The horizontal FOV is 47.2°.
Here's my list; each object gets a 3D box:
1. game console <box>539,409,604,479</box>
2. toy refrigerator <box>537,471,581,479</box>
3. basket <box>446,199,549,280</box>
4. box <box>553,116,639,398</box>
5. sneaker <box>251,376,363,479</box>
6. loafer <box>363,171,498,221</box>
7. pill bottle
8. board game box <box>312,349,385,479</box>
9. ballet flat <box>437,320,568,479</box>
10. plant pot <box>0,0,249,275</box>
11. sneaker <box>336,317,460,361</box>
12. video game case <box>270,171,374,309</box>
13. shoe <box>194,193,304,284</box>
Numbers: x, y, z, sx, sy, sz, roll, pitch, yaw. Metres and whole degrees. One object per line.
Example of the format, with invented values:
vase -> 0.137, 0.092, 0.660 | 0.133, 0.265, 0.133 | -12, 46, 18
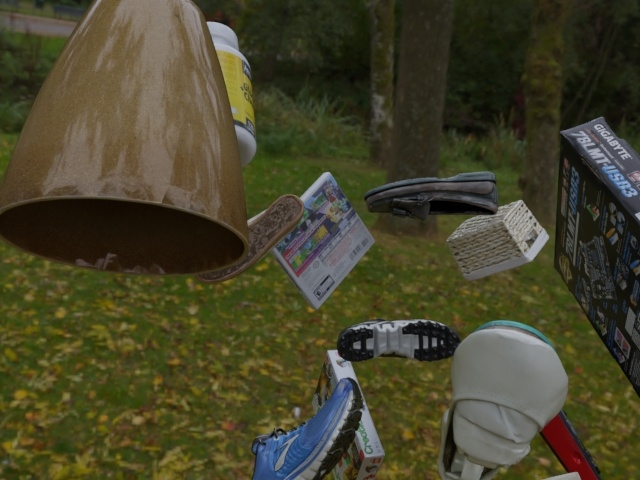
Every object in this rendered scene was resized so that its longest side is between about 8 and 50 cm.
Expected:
game console -> 0.446, 0.338, 1.371 | 0.342, 0.060, 0.386 | 54, 11, -4
toy refrigerator -> 0.369, 0.466, 1.094 | 0.094, 0.269, 0.102 | -17, 41, 11
basket -> 0.359, -0.001, 1.501 | 0.167, 0.103, 0.113 | -23, 13, 46
box -> 0.410, 0.038, 0.971 | 0.073, 0.295, 0.293 | -18, 47, -2
sneaker -> -0.048, 0.379, 1.336 | 0.147, 0.330, 0.130 | 36, -7, 22
loafer -> 0.222, -0.077, 1.448 | 0.268, 0.084, 0.096 | -8, -15, -1
pill bottle -> -0.137, -0.184, 0.933 | 0.103, 0.103, 0.184 | 4, 61, -20
board game box -> 0.056, 0.426, 1.672 | 0.053, 0.193, 0.305 | 0, 37, -18
ballet flat -> 0.210, 0.233, 0.909 | 0.139, 0.139, 0.400 | 12, -28, 9
plant pot -> -0.182, -0.115, 0.735 | 0.237, 0.254, 0.237 | 2, -19, 1
sneaker -> 0.139, 0.179, 1.358 | 0.234, 0.078, 0.106 | -1, 5, -8
video game case -> 0.000, 0.000, 1.420 | 0.023, 0.183, 0.201 | 1, 42, 53
shoe -> -0.117, 0.005, 1.231 | 0.076, 0.219, 0.058 | 53, -11, 11
